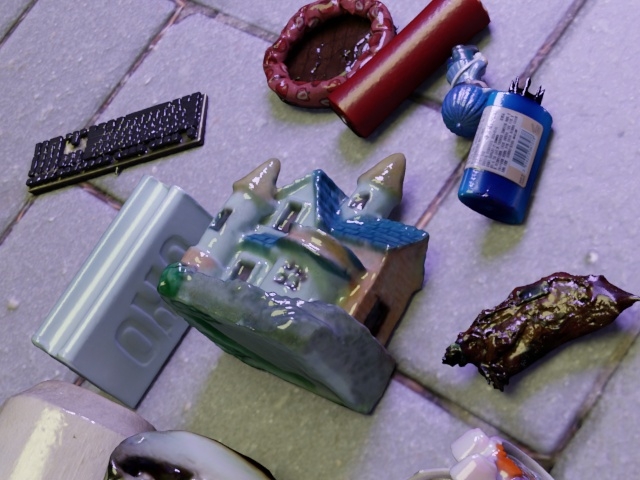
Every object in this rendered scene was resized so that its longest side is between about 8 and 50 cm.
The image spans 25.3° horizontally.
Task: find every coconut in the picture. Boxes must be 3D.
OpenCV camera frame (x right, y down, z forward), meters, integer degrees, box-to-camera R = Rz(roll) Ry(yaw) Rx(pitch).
[{"bbox_3d":[-0.314,0.312,1.706,0.237,0.237,0.266,9,60,37],"label":"coconut"}]

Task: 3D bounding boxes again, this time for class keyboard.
[{"bbox_3d":[-0.310,-0.144,2.151,0.317,0.027,0.106,-15,53,25],"label":"keyboard"}]

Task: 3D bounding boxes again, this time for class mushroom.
[{"bbox_3d":[-0.129,0.341,1.594,0.189,0.267,0.164,-66,-1,-72],"label":"mushroom"}]

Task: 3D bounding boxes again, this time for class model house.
[{"bbox_3d":[0.000,0.000,1.741,0.267,0.194,0.325,19,69,41],"label":"model house"}]

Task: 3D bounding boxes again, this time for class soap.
[{"bbox_3d":[-0.236,0.068,1.867,0.087,0.160,0.265,23,74,40],"label":"soap"}]

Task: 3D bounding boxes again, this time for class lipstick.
[{"bbox_3d":[0.117,-0.240,1.894,0.241,0.080,0.080,-43,46,2],"label":"lipstick"}]

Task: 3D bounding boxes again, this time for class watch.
[{"bbox_3d":[0.152,0.333,1.417,0.231,0.196,0.244,-45,49,9],"label":"watch"}]

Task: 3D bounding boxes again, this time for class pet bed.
[{"bbox_3d":[0.016,-0.266,1.998,0.201,0.053,0.201,-13,55,20],"label":"pet bed"}]

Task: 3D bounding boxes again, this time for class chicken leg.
[{"bbox_3d":[0.241,0.094,1.596,0.234,0.063,0.105,-31,53,11],"label":"chicken leg"}]

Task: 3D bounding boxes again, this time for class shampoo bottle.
[{"bbox_3d":[0.229,-0.115,1.737,0.050,0.087,0.183,134,158,-66],"label":"shampoo bottle"}]

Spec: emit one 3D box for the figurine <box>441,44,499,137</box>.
[{"bbox_3d":[0.184,-0.194,1.823,0.077,0.079,0.136,117,145,-44],"label":"figurine"}]
